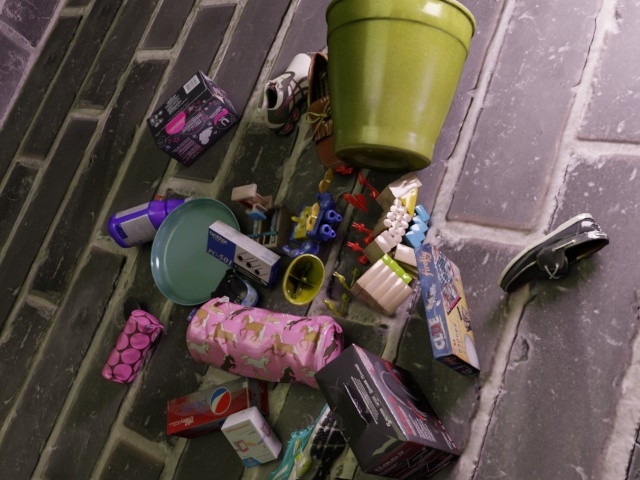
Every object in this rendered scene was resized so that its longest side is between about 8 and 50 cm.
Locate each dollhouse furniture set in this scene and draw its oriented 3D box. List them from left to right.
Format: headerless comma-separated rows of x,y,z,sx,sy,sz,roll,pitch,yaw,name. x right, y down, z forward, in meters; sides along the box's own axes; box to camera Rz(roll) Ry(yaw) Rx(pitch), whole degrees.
-0.179,-0.046,1.698,0.129,0.184,0.129,-8,64,31,dollhouse furniture set

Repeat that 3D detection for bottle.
-0.512,-0.064,1.969,0.283,0.118,0.092,-17,40,13,bottle

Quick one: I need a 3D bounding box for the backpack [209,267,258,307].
-0.220,0.150,1.697,0.114,0.084,0.105,33,88,43,backpack

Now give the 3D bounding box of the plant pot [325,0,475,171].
0.172,-0.360,1.539,0.367,0.366,0.352,3,82,35,plant pot

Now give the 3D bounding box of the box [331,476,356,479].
0.170,0.604,1.158,0.381,0.191,0.143,25,84,40,box

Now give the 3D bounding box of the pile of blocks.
0.174,0.016,1.503,0.112,0.149,0.362,131,161,-65,pile of blocks

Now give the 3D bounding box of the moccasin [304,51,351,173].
0.027,-0.353,1.729,0.139,0.147,0.379,-15,61,28,moccasin

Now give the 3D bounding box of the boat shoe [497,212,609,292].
0.468,0.039,1.291,0.233,0.084,0.079,-35,53,12,boat shoe

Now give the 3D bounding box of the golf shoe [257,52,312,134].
-0.096,-0.452,1.878,0.105,0.120,0.272,7,71,38,golf shoe

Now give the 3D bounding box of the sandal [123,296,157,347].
-0.534,0.246,1.898,0.067,0.040,0.179,-44,66,16,sandal

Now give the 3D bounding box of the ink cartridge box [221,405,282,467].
-0.161,0.461,1.488,0.089,0.122,0.052,-26,12,22,ink cartridge box

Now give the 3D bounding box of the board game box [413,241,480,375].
0.264,0.144,1.326,0.042,0.165,0.243,-20,58,25,board game box

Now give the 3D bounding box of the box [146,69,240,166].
-0.410,-0.390,2.043,0.247,0.142,0.163,-39,51,11,box

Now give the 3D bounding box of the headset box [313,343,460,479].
0.127,0.341,1.242,0.110,0.293,0.218,-40,51,12,headset box

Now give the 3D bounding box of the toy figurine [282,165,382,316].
0.000,0.000,1.622,0.217,0.191,0.362,1,69,66,toy figurine

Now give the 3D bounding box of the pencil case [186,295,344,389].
-0.130,0.241,1.517,0.386,0.167,0.160,7,30,26,pencil case

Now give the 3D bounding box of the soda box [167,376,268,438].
-0.261,0.423,1.597,0.263,0.083,0.092,-22,57,24,soda box

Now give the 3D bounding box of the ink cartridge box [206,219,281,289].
-0.207,0.037,1.686,0.207,0.097,0.046,30,45,16,ink cartridge box

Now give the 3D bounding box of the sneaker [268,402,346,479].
-0.028,0.456,1.419,0.110,0.107,0.275,32,88,49,sneaker

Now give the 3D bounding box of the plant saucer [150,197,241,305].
-0.354,0.033,1.841,0.318,0.044,0.317,-7,74,24,plant saucer

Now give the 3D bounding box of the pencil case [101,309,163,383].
-0.539,0.310,1.821,0.209,0.098,0.095,-59,23,10,pencil case

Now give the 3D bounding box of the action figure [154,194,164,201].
-0.535,-0.090,2.057,0.038,0.030,0.115,14,82,43,action figure
